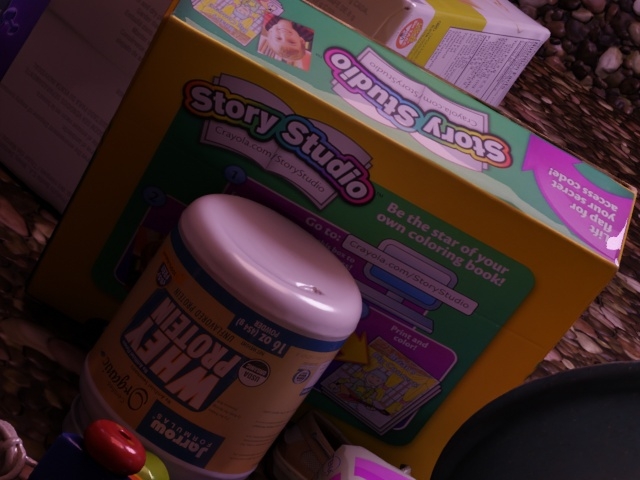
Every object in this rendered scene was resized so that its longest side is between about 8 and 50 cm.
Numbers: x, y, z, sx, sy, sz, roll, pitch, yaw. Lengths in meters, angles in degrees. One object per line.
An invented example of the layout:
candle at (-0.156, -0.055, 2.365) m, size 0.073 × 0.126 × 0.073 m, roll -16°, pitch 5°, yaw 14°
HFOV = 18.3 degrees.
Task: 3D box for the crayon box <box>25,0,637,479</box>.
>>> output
crayon box at (0.000, 0.000, 1.501) m, size 0.363 × 0.313 × 0.106 m, roll 29°, pitch 41°, yaw -5°

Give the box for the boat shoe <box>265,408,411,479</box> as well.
boat shoe at (0.048, 0.202, 1.517) m, size 0.190 × 0.072 × 0.068 m, roll 37°, pitch 19°, yaw 6°

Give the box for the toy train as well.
toy train at (-0.142, 0.157, 1.274) m, size 0.248 × 0.105 × 0.143 m, roll 38°, pitch 8°, yaw 10°

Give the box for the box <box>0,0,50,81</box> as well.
box at (-0.321, -0.132, 1.406) m, size 0.103 × 0.261 × 0.184 m, roll 45°, pitch 21°, yaw 27°

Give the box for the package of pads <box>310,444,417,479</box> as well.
package of pads at (0.110, 0.288, 1.368) m, size 0.296 × 0.101 × 0.229 m, roll 32°, pitch 18°, yaw -8°

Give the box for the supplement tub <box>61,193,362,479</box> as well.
supplement tub at (-0.079, 0.083, 1.391) m, size 0.144 × 0.199 × 0.144 m, roll 31°, pitch 18°, yaw -11°

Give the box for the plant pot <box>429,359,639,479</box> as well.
plant pot at (0.179, 0.299, 1.045) m, size 0.341 × 0.341 × 0.334 m, roll 32°, pitch 46°, yaw -9°

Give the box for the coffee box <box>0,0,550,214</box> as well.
coffee box at (-0.063, -0.160, 1.796) m, size 0.337 × 0.338 × 0.334 m, roll 41°, pitch 19°, yaw 19°
